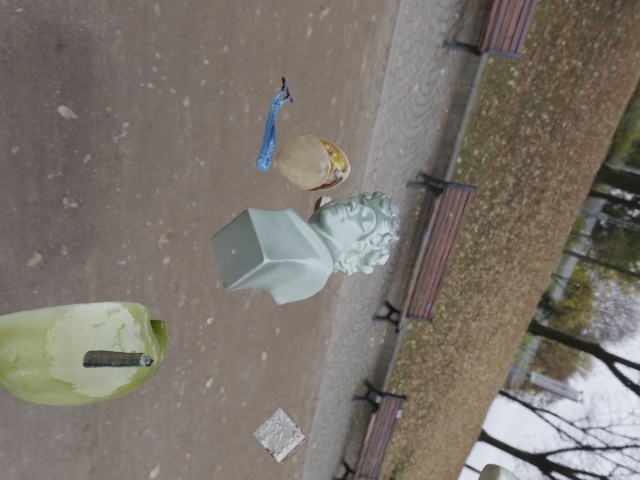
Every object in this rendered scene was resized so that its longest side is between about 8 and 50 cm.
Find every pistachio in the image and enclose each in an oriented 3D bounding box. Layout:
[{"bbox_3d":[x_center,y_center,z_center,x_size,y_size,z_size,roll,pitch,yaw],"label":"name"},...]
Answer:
[{"bbox_3d":[-0.022,-0.207,1.346,0.158,0.230,0.157,-13,111,-37],"label":"pistachio"}]

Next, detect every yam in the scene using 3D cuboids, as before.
[{"bbox_3d":[-0.326,0.190,0.807,0.033,0.130,0.027,-69,148,-52],"label":"yam"}]

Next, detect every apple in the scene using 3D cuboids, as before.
[{"bbox_3d":[-0.543,0.229,1.119,0.311,0.361,0.319,-110,-167,-64],"label":"apple"}]

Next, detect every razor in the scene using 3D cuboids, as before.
[{"bbox_3d":[-0.116,-0.281,1.230,0.082,0.042,0.253,64,33,-60],"label":"razor"}]

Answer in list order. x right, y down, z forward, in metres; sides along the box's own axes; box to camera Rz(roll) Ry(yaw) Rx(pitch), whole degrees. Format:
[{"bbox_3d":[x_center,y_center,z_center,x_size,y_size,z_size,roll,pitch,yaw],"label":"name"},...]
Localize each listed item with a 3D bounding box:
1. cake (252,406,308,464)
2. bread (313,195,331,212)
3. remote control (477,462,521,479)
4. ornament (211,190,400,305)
[{"bbox_3d":[-0.123,0.611,1.569,0.135,0.135,0.147,-39,157,-21],"label":"cake"},{"bbox_3d":[0.003,-0.107,1.683,0.062,0.043,0.108,-121,-139,-61],"label":"bread"},{"bbox_3d":[0.217,0.431,0.695,0.230,0.049,0.090,-59,172,-19],"label":"remote control"},{"bbox_3d":[-0.009,0.011,0.657,0.285,0.120,0.130,-18,168,-42],"label":"ornament"}]
